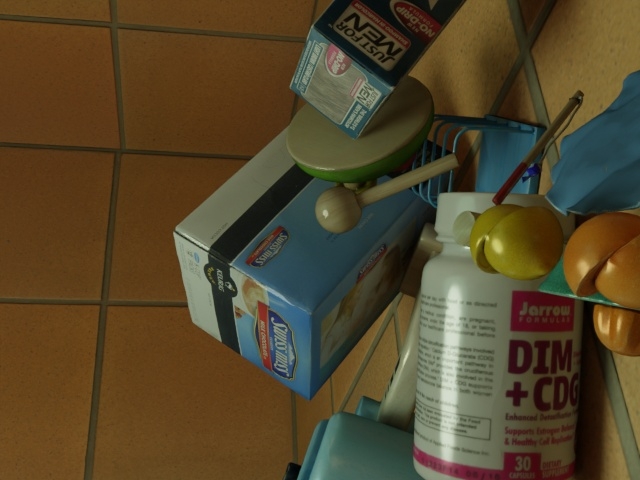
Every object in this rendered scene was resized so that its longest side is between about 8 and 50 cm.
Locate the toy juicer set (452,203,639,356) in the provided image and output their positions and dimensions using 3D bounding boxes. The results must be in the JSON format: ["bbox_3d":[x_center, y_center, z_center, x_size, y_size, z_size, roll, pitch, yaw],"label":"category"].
[{"bbox_3d":[0.193,0.033,0.584,0.329,0.209,0.090,-170,91,-80],"label":"toy juicer set"}]

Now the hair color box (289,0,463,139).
[{"bbox_3d":[0.117,-0.291,0.887,0.347,0.105,0.174,-53,1,-14],"label":"hair color box"}]

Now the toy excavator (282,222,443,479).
[{"bbox_3d":[0.089,0.248,1.027,0.433,0.222,0.445,-63,-7,-61],"label":"toy excavator"}]

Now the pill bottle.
[{"bbox_3d":[0.178,0.096,0.807,0.160,0.160,0.283,-169,81,-80],"label":"pill bottle"}]

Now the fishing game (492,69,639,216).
[{"bbox_3d":[0.244,-0.079,0.576,0.189,0.041,0.264,-51,17,-18],"label":"fishing game"}]

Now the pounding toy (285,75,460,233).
[{"bbox_3d":[0.066,-0.093,0.979,0.237,0.182,0.110,-105,-8,-49],"label":"pounding toy"}]

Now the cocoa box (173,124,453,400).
[{"bbox_3d":[0.000,0.000,1.156,0.347,0.228,0.231,-47,-24,-31],"label":"cocoa box"}]

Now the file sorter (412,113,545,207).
[{"bbox_3d":[0.184,-0.089,0.985,0.170,0.104,0.118,-124,36,-73],"label":"file sorter"}]
